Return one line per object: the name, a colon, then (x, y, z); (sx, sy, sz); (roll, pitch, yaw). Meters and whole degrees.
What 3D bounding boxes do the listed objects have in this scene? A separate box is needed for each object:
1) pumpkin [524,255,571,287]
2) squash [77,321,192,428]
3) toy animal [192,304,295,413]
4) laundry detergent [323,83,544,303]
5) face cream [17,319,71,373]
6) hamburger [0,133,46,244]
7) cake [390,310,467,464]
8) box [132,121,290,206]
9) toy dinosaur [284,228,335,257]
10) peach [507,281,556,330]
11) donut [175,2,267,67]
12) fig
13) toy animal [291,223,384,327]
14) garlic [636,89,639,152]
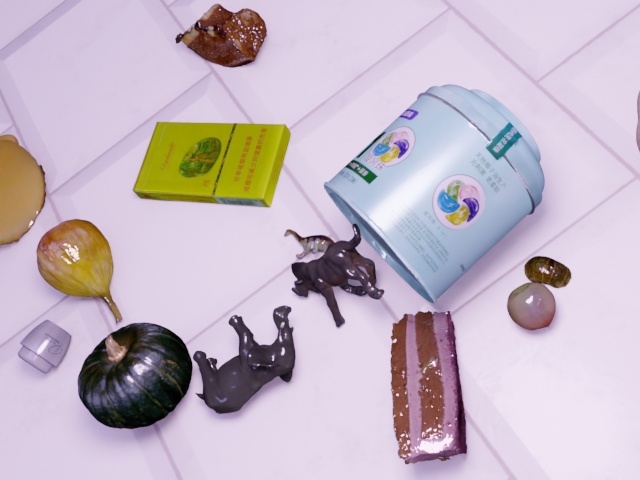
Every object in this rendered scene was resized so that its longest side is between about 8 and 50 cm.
pumpkin: (0.397, 0.051, 1.338); (0.083, 0.028, 0.050); (16, 71, 23)
squash: (-0.351, 0.254, 1.449); (0.218, 0.172, 0.218); (-9, 62, 16)
toy animal: (-0.131, 0.224, 1.426); (0.245, 0.114, 0.146); (-49, 49, 19)
laundry detergent: (0.210, -0.095, 1.331); (0.305, 0.287, 0.287); (-43, 58, -2)
face cream: (-0.576, 0.222, 1.604); (0.091, 0.091, 0.095); (21, 67, 29)
hamburger: (-0.789, -0.137, 1.774); (0.186, 0.261, 0.303); (19, 56, 32)
cake: (0.183, 0.251, 1.305); (0.115, 0.113, 0.295); (-10, 50, 15)
box: (-0.242, -0.173, 1.688); (0.334, 0.047, 0.187); (5, 68, 23)
toy dinosaur: (-0.006, 0.013, 1.510); (0.180, 0.037, 0.058); (12, 75, 27)
peach: (0.358, 0.112, 1.295); (0.083, 0.083, 0.083); (-9, 63, 18)
donut: (-0.227, -0.483, 1.799); (0.186, 0.144, 0.126); (3, 56, 56)
fig: (-0.497, 0.075, 1.631); (0.159, 0.159, 0.257); (-39, 75, 0)
toy animal: (0.028, 0.065, 1.400); (0.148, 0.232, 0.084); (38, 51, -7)
garlic: (0.671, -0.191, 1.245); (0.321, 0.241, 0.322); (-26, 43, 27)
